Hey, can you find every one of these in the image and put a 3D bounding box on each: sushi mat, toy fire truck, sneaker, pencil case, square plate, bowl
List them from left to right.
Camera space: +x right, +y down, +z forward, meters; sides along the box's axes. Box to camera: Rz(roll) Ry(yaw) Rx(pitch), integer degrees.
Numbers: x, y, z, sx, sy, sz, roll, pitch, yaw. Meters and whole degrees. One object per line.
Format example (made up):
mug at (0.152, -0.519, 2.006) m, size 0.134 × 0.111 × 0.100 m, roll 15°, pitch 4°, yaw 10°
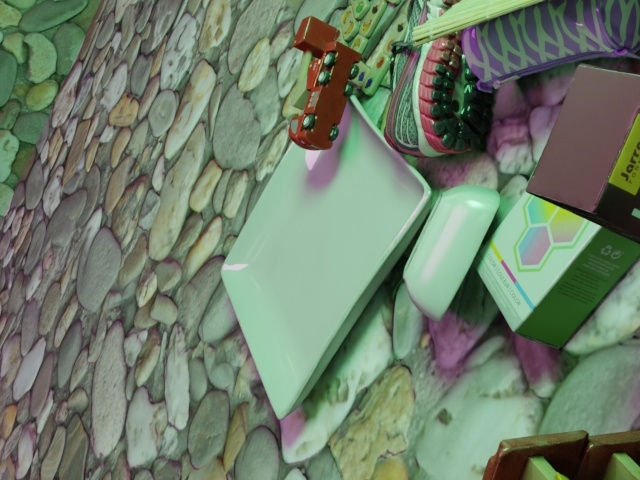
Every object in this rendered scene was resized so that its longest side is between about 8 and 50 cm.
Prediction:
toy fire truck at (-0.006, -0.210, 1.373) m, size 0.135 × 0.047 × 0.192 m, roll 4°, pitch 74°, yaw 61°
square plate at (0.000, 0.000, 1.323) m, size 0.344 × 0.049 × 0.347 m, roll -59°, pitch 31°, yaw 20°
sneaker at (0.133, -0.241, 1.169) m, size 0.112 × 0.121 × 0.299 m, roll -5°, pitch 68°, yaw 53°
bowl at (0.126, 0.005, 1.039) m, size 0.142 × 0.053 × 0.142 m, roll -45°, pitch -20°, yaw -81°
pencil case at (0.229, -0.207, 1.027) m, size 0.206 × 0.086 × 0.088 m, roll -7°, pitch 72°, yaw 58°
sushi mat at (0.243, -0.253, 0.950) m, size 0.316 × 0.019 × 0.151 m, roll -12°, pitch 19°, yaw 42°

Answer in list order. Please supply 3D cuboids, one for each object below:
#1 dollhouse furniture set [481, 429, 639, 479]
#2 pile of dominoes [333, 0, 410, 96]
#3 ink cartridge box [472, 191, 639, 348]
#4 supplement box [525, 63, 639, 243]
dollhouse furniture set at (0.187, 0.340, 0.739) m, size 0.201 × 0.152 × 0.374 m, roll -127°, pitch 45°, yaw -56°
pile of dominoes at (0.080, -0.344, 1.414) m, size 0.251 × 0.040 × 0.196 m, roll -61°, pitch 30°, yaw 14°
ink cartridge box at (0.235, -0.018, 0.924) m, size 0.209 × 0.062 × 0.109 m, roll -55°, pitch 32°, yaw 23°
supplement box at (0.261, -0.045, 0.768) m, size 0.081 × 0.188 × 0.104 m, roll 31°, pitch 99°, yaw 60°
